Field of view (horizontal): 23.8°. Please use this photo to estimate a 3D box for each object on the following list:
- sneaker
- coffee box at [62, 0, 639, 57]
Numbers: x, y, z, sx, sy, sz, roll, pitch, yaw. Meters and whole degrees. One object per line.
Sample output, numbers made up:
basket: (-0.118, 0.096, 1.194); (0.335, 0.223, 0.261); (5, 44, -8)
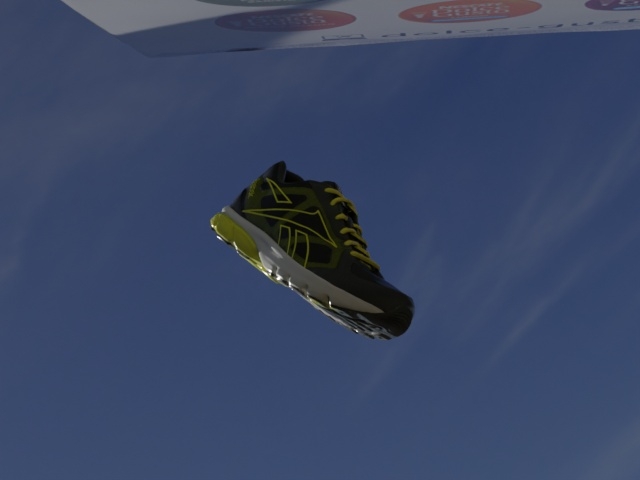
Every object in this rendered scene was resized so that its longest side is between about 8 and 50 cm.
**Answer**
sneaker: (0.000, 0.000, 0.454); (0.035, 0.083, 0.031); (-55, -41, -4)
coffee box: (0.065, -0.251, 0.462); (0.338, 0.338, 0.334); (-4, -1, 5)
